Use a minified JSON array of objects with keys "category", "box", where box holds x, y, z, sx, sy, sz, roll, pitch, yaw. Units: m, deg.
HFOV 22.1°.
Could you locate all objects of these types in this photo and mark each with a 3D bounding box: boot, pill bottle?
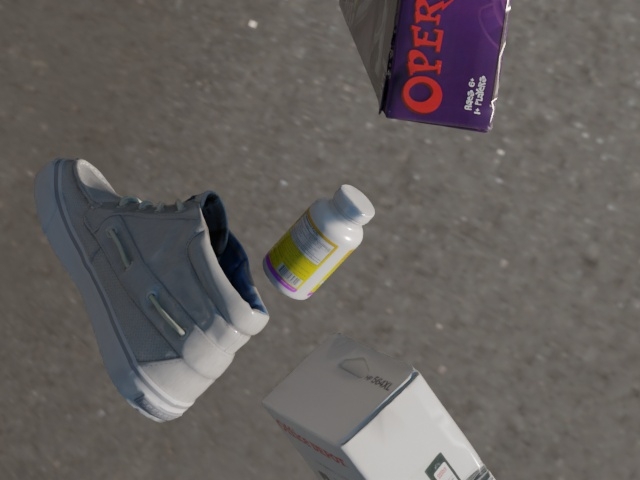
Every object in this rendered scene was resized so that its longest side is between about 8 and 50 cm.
[{"category":"boot","box":[-0.118,0.003,1.196,0.123,0.258,0.095,-41,142,13]},{"category":"pill bottle","box":[0.000,0.000,1.135,0.043,0.043,0.083,24,122,-36]}]

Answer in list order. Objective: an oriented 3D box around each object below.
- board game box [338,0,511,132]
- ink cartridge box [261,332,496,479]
[{"category":"board game box","box":[0.049,-0.184,0.747,0.056,0.347,0.208,10,104,-5]},{"category":"ink cartridge box","box":[0.063,0.182,1.253,0.086,0.148,0.203,-42,113,-15]}]
